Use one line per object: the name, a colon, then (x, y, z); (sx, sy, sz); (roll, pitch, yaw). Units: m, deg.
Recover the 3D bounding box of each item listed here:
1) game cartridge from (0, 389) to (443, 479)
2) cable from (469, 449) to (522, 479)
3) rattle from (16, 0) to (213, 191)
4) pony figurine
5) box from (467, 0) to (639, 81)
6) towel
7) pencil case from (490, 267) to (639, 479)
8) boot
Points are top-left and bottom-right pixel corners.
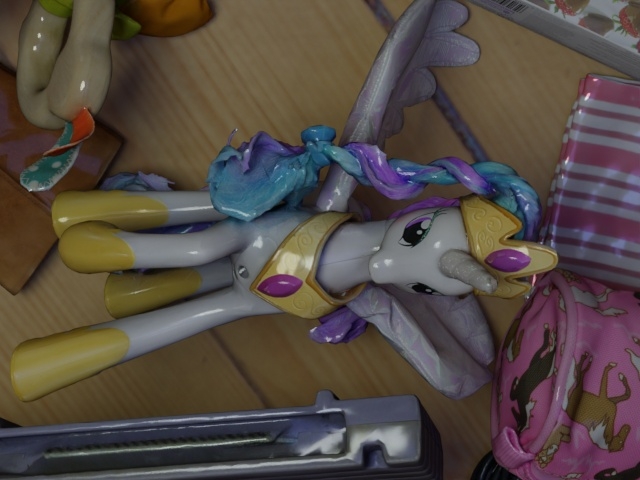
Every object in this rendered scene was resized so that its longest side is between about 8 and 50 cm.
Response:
game cartridge: (-0.094, 0.157, 1.280); (0.355, 0.230, 0.068); (-5, 81, 7)
cable: (0.194, 0.217, 1.443); (0.184, 0.047, 0.150); (-38, 105, 4)
rattle: (-0.139, -0.104, 1.234); (0.143, 0.200, 0.130); (30, 114, -38)
pony figurine: (0.000, 0.000, 1.243); (0.363, 0.351, 0.303); (-8, 102, 15)
box: (0.261, -0.151, 1.329); (0.324, 0.067, 0.063); (24, 83, -7)
towel: (0.250, -0.024, 1.396); (0.144, 0.029, 0.197); (11, 103, -9)
pencil case: (0.318, 0.145, 1.372); (0.386, 0.167, 0.160); (16, 121, -13)
boot: (-0.329, -0.055, 1.308); (0.280, 0.096, 0.264); (40, 89, -22)
